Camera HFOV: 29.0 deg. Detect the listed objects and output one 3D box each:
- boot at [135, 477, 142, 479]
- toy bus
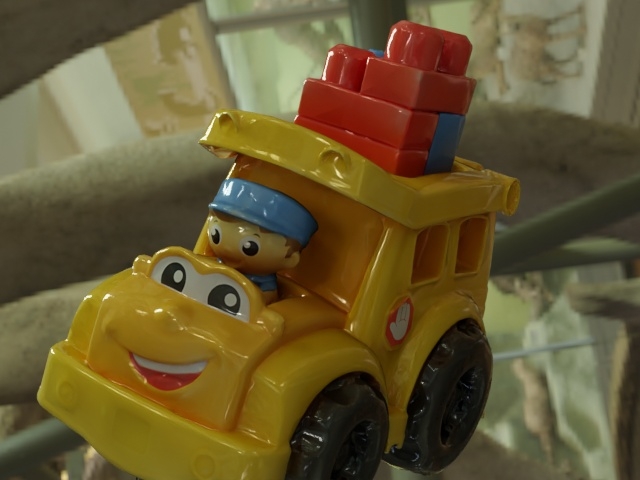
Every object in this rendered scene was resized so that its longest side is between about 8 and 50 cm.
[{"bbox_3d":[-0.085,0.170,0.902,0.121,0.099,0.045,-115,18,-55],"label":"boot"},{"bbox_3d":[0.000,0.000,0.568,0.220,0.149,0.211,-10,-61,-56],"label":"toy bus"}]
